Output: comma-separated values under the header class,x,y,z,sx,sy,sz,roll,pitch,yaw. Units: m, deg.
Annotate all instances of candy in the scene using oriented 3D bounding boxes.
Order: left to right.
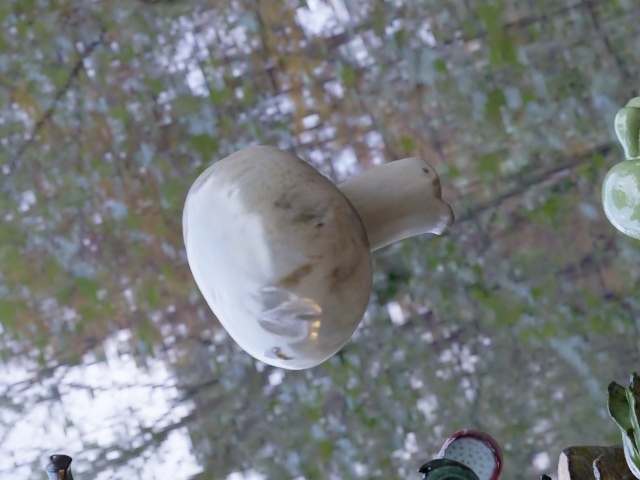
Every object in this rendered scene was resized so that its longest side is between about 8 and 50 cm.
class,x,y,z,sx,sy,sz,roll,pitch,yaw
candy,0.232,0.343,2.253,0.043,0.103,0.103,0,-108,-76

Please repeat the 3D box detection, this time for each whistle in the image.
class,x,y,z,sx,sy,sz,roll,pitch,yaw
whistle,0.445,-0.125,1.876,0.141,0.141,0.294,-7,-71,-73

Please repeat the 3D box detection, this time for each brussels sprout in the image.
class,x,y,z,sx,sy,sz,roll,pitch,yaw
brussels sprout,0.402,0.225,1.669,0.139,0.100,0.181,-56,-49,-23

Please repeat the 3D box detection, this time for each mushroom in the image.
class,x,y,z,sx,sy,sz,roll,pitch,yaw
mushroom,0.000,0.000,1.907,0.314,0.336,0.314,160,90,-74

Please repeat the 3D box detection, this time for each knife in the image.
class,x,y,z,sx,sy,sz,roll,pitch,yaw
knife,-0.264,0.332,1.674,0.028,0.060,0.230,-72,-21,-49

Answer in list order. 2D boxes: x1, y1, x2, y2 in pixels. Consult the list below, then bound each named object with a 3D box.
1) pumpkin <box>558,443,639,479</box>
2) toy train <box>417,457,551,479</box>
class,x,y,z,sx,sy,sz,roll,pitch,yaw
pumpkin,0.475,0.415,2.149,0.325,0.232,0.242,-94,-7,-59
toy train,0.194,0.401,1.745,0.167,0.299,0.238,116,161,-55
